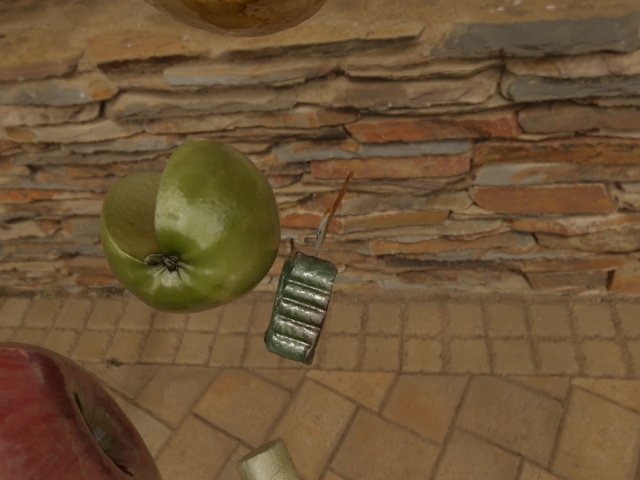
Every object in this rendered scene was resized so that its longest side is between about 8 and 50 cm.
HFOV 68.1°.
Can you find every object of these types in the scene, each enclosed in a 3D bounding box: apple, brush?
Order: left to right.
[{"bbox_3d":[-0.329,0.290,0.491,0.269,0.344,0.345,-37,53,-14],"label":"apple"},{"bbox_3d":[-0.210,-0.021,0.780,0.292,0.292,0.254,-3,30,9],"label":"apple"},{"bbox_3d":[0.035,-0.082,1.117,0.017,0.090,0.314,20,41,7],"label":"brush"}]

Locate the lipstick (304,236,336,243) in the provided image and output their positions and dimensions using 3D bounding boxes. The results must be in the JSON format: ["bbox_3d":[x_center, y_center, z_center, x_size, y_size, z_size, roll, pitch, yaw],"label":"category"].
[{"bbox_3d":[0.000,0.000,1.238,0.094,0.019,0.019,1,39,-37],"label":"lipstick"}]

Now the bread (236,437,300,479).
[{"bbox_3d":[-0.131,0.604,1.216,0.134,0.148,0.141,-20,77,-27],"label":"bread"}]

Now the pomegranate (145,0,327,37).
[{"bbox_3d":[-0.078,-0.358,0.395,0.338,0.338,0.338,-6,50,7],"label":"pomegranate"}]

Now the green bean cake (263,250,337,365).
[{"bbox_3d":[-0.038,0.111,0.847,0.094,0.181,0.173,15,94,-2],"label":"green bean cake"}]
